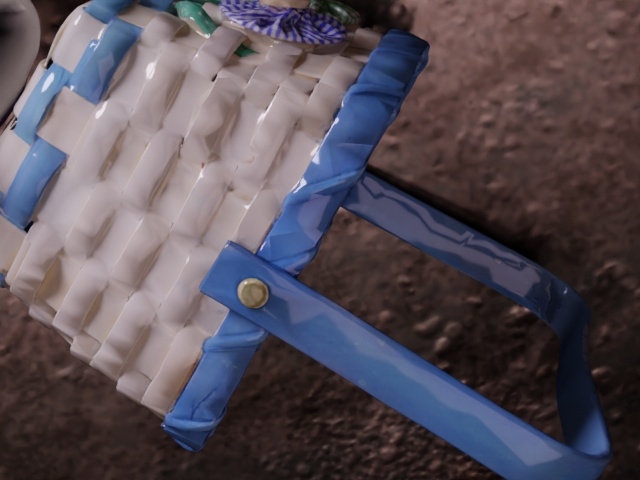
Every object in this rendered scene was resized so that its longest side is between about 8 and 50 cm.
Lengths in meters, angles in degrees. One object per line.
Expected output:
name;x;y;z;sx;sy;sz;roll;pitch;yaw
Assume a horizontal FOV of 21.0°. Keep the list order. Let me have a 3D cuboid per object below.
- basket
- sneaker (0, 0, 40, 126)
basket;0.000;0.000;0.788;0.289;0.255;0.201;33;104;-4
sneaker;-0.242;-0.030;0.740;0.282;0.161;0.102;-45;114;-21
